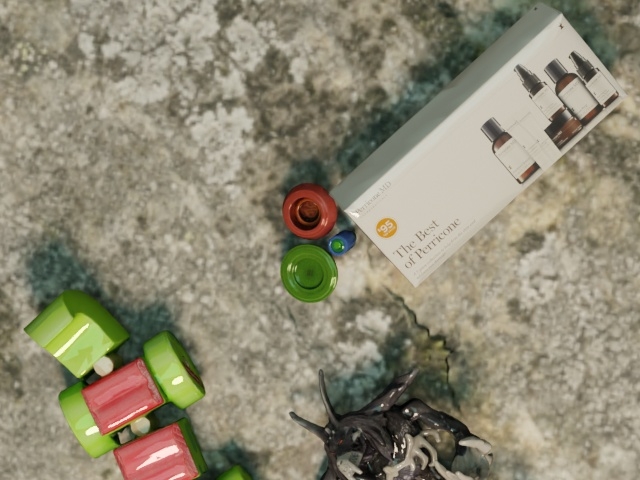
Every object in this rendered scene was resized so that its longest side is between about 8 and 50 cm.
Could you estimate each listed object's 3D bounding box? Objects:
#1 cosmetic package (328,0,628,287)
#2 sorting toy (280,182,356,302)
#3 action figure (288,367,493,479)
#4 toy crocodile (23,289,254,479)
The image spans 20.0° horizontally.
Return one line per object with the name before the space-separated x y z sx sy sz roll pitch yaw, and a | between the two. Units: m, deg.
cosmetic package | 0.130 -0.079 1.500 0.239 0.060 0.099 -43 110 2
sorting toy | 0.000 0.000 1.538 0.061 0.042 0.102 3 102 19
action figure | 0.091 0.215 1.478 0.276 0.141 0.164 35 103 2
toy crocodile | -0.128 0.191 1.507 0.115 0.105 0.340 -30 88 3
